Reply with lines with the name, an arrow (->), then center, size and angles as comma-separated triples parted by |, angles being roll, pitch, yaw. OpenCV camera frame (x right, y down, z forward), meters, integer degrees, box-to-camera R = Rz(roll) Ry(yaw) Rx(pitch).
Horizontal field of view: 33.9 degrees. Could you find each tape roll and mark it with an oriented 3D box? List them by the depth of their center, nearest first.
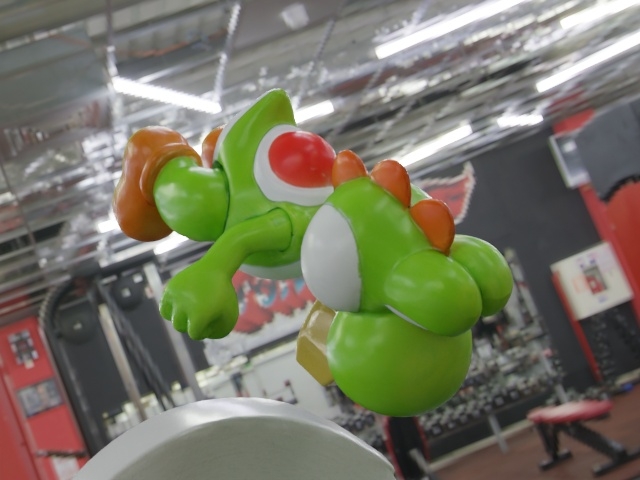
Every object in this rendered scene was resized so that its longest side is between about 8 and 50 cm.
tape roll -> -0.081, 0.339, 0.971 | 0.392, 0.392, 0.072 | -20, 15, -18

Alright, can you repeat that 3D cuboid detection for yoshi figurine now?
yoshi figurine -> -0.009, 0.027, 0.844 | 0.203, 0.362, 0.203 | -53, -44, -12

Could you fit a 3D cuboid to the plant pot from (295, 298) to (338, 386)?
plant pot -> 0.020, 0.120, 1.192 | 0.083, 0.081, 0.081 | -55, -25, 13
